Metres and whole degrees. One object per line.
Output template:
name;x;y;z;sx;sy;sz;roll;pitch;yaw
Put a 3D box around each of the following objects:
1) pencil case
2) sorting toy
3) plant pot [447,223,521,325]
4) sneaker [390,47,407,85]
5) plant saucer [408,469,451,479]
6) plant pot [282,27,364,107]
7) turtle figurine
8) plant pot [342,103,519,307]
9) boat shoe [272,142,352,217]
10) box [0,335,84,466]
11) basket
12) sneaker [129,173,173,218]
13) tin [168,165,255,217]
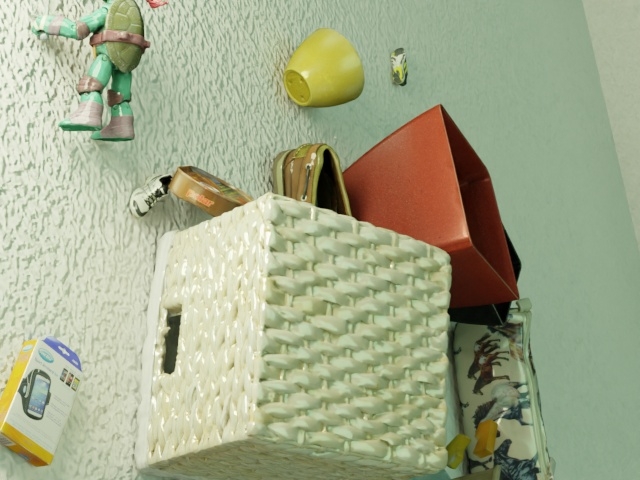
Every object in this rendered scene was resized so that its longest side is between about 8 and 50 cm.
pencil case;0.368;0.327;2.103;0.160;0.184;0.410;11;69;-56
sorting toy;0.207;0.445;1.776;0.041;0.229;0.307;37;47;-21
plant pot;0.262;0.049;2.045;0.188;0.167;0.187;59;37;-27
sneaker;0.161;-0.350;2.161;0.035;0.031;0.083;43;48;-62
plant saucer;0.124;0.424;1.731;0.037;0.195;0.195;106;2;-50
plant pot;-0.007;-0.276;1.789;0.095;0.134;0.134;-34;110;-31
turtle figurine;-0.275;-0.249;1.349;0.175;0.118;0.234;9;81;-49
plant pot;0.163;-0.025;1.805;0.267;0.236;0.267;42;34;-55
boat shoe;0.000;0.000;1.676;0.111;0.104;0.307;-17;95;-43
box;-0.318;0.177;1.207;0.081;0.028;0.136;49;39;-38
basket;-0.025;0.150;1.378;0.331;0.266;0.328;19;64;-35
sneaker;-0.226;-0.063;1.430;0.032;0.037;0.083;59;38;-31
tin;-0.147;-0.062;1.458;0.189;0.106;0.040;-49;164;-84
